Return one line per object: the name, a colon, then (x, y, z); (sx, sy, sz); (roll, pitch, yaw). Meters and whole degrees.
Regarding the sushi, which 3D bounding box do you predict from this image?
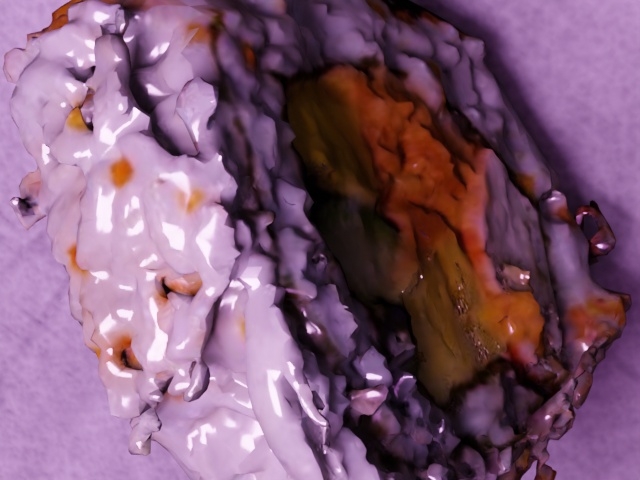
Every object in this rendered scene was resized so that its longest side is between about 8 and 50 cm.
sushi: (0.000, 0.004, 0.866); (0.176, 0.417, 0.417); (-31, 98, 31)
